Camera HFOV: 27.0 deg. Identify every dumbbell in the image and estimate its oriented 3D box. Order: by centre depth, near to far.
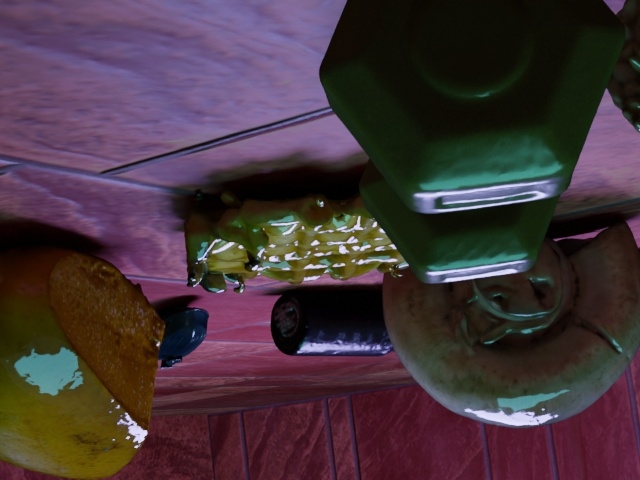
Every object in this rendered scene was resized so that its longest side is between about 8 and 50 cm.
[{"bbox_3d":[0.070,-0.051,0.641,0.121,0.108,0.302,-8,170,5],"label":"dumbbell"}]

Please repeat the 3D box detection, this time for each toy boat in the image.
[{"bbox_3d":[-0.159,0.100,1.510,0.055,0.060,0.141,-2,162,-21],"label":"toy boat"}]

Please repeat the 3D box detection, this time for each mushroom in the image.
[{"bbox_3d":[0.193,0.082,1.265,0.254,0.189,0.195,-15,171,1],"label":"mushroom"}]

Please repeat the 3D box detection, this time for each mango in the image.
[{"bbox_3d":[-0.227,0.102,1.114,0.199,0.201,0.350,-35,164,-8],"label":"mango"}]

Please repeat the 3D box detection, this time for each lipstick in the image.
[{"bbox_3d":[0.076,0.098,1.585,0.300,0.081,0.081,2,167,-38],"label":"lipstick"}]

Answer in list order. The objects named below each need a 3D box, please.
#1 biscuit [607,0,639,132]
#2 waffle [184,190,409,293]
[{"bbox_3d":[0.211,-0.086,0.640,0.168,0.082,0.070,0,143,-31],"label":"biscuit"},{"bbox_3d":[0.001,0.003,1.046,0.262,0.060,0.280,-15,167,39],"label":"waffle"}]
